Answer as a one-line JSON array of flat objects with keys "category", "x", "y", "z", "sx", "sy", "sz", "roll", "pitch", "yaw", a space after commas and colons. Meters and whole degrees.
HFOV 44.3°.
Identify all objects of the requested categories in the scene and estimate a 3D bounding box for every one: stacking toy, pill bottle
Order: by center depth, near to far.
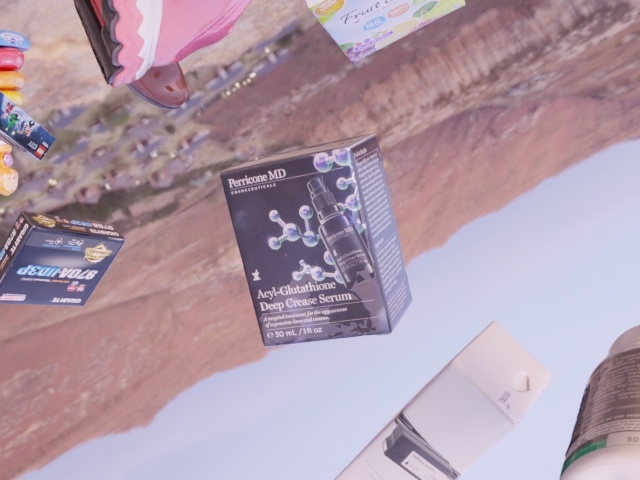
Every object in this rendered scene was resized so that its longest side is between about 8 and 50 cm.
[{"category": "pill bottle", "x": 0.428, "y": 0.256, "z": 1.000, "sx": 0.204, "sy": 0.204, "sz": 0.361, "roll": -31, "pitch": -175, "yaw": 34}, {"category": "stacking toy", "x": -0.621, "y": -0.234, "z": 1.483, "sx": 0.165, "sy": 0.302, "sz": 0.175, "roll": -9, "pitch": -174, "yaw": 14}]

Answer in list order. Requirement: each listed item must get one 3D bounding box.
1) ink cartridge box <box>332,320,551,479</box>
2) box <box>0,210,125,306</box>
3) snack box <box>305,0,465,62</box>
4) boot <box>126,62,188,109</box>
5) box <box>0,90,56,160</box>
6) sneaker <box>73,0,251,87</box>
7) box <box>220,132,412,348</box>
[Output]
[{"category": "ink cartridge box", "x": 0.244, "y": 0.374, "z": 1.570, "sx": 0.395, "sy": 0.166, "sz": 0.285, "roll": -51, "pitch": 166, "yaw": 27}, {"category": "box", "x": -0.494, "y": 0.039, "z": 1.458, "sx": 0.175, "sy": 0.051, "sz": 0.220, "roll": -54, "pitch": 151, "yaw": 15}, {"category": "snack box", "x": 0.078, "y": -0.318, "z": 0.981, "sx": 0.174, "sy": 0.070, "sz": 0.207, "roll": -26, "pitch": 166, "yaw": 14}, {"category": "boot", "x": -0.224, "y": -0.332, "z": 1.213, "sx": 0.280, "sy": 0.264, "sz": 0.096, "roll": -1, "pitch": -147, "yaw": 45}, {"category": "box", "x": -0.492, "y": -0.203, "z": 1.085, "sx": 0.044, "sy": 0.159, "sz": 0.233, "roll": -60, "pitch": 161, "yaw": -11}, {"category": "sneaker", "x": -0.086, "y": -0.226, "z": 0.528, "sx": 0.136, "sy": 0.116, "sz": 0.314, "roll": -20, "pitch": 169, "yaw": -26}, {"category": "box", "x": 0.000, "y": 0.000, "z": 1.683, "sx": 0.293, "sy": 0.396, "sz": 0.212, "roll": -10, "pitch": -169, "yaw": 21}]
